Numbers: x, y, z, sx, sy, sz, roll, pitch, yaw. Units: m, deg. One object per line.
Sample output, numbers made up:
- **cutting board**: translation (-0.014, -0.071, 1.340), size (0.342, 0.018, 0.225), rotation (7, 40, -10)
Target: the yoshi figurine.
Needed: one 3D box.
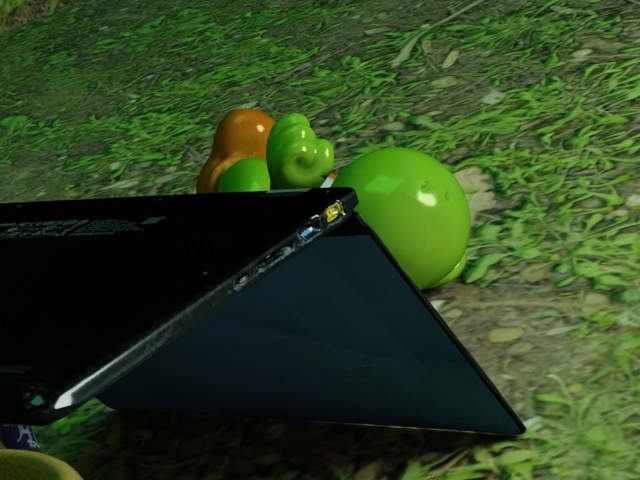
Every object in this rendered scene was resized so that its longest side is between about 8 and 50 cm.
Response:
- **yoshi figurine**: translation (0.022, -0.017, 1.101), size (0.204, 0.203, 0.362), rotation (-12, 22, -13)

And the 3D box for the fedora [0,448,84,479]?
- **fedora**: translation (-0.100, 0.110, 0.340), size (0.194, 0.079, 0.194), rotation (-15, 23, 7)

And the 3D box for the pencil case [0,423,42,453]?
- **pencil case**: translation (-0.318, 0.252, 0.792), size (0.386, 0.167, 0.160), rotation (-28, 64, -22)

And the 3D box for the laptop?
- **laptop**: translation (-0.143, 0.100, 0.837), size (0.382, 0.236, 0.408), rotation (-2, 20, 34)
